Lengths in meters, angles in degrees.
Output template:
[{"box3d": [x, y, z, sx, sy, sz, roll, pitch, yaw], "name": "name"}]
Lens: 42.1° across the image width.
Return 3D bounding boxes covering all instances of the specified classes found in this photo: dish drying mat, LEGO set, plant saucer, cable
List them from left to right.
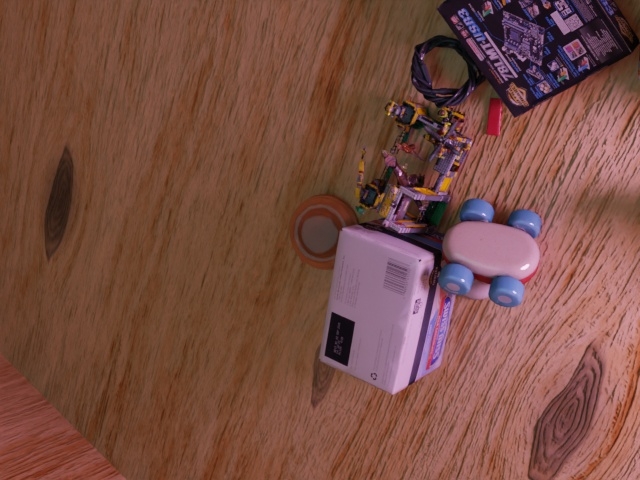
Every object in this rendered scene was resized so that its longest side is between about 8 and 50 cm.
[{"box3d": [0.005, -0.020, 2.176, 0.200, 0.037, 0.199, 3, 97, 24], "name": "plant saucer"}, {"box3d": [0.188, -0.167, 1.901, 0.255, 0.192, 0.331, 42, 114, 28], "name": "LEGO set"}, {"box3d": [0.278, -0.383, 1.873, 0.184, 0.047, 0.150, 43, 99, 24], "name": "cable"}, {"box3d": [0.391, -0.278, 1.864, 0.032, 0.008, 0.083, 13, 109, 36], "name": "dish drying mat"}]

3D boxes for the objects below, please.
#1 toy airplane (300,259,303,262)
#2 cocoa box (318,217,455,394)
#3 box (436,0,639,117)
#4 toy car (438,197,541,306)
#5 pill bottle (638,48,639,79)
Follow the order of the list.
[{"box3d": [0.000, 0.000, 2.217, 0.151, 0.028, 0.151, 3, 98, 25], "name": "toy airplane"}, {"box3d": [0.171, 0.145, 1.987, 0.232, 0.228, 0.347, 21, 112, 33], "name": "cocoa box"}, {"box3d": [0.432, -0.436, 1.674, 0.295, 0.073, 0.293, 52, 138, -8], "name": "box"}, {"box3d": [0.377, 0.069, 1.869, 0.210, 0.219, 0.238, 13, 150, 15], "name": "toy car"}, {"box3d": [0.655, -0.382, 1.583, 0.086, 0.086, 0.151, 9, 106, 37], "name": "pill bottle"}]
